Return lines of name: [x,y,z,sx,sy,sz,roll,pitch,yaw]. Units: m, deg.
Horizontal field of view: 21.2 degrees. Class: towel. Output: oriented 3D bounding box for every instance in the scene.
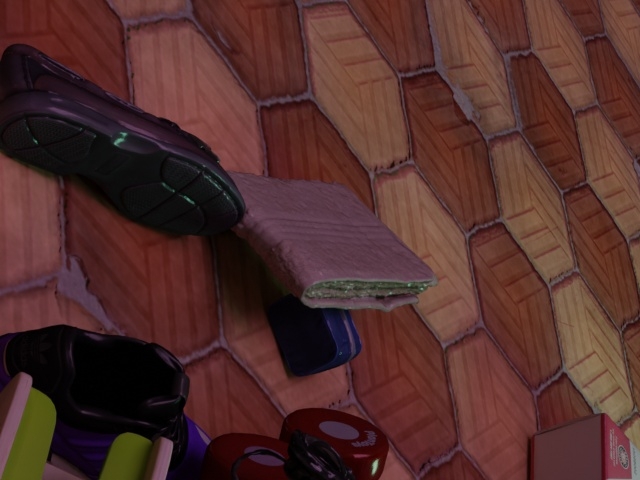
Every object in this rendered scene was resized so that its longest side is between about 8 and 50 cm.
towel: [0.000,0.000,1.823,0.187,0.049,0.282,44,20,26]

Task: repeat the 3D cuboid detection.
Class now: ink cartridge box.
ink cartridge box: [0.387,0.388,2.205,0.283,0.117,0.207,45,36,-34]

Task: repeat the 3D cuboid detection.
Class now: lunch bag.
lunch bag: [-0.005,0.090,1.803,0.065,0.067,0.098,-4,71,-61]

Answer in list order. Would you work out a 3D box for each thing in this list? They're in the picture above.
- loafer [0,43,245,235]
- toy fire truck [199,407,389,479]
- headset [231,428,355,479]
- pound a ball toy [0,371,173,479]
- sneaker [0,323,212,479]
loafer: [-0.181,-0.095,1.603,0.302,0.109,0.095,27,44,-46]
toy fire truck: [0.027,0.280,1.484,0.302,0.254,0.169,-11,119,-59]
headset: [-0.090,0.306,1.248,0.185,0.243,0.394,46,58,-17]
pound a ball toy: [-0.236,0.207,1.159,0.208,0.136,0.319,27,43,-16]
sneaker: [-0.154,0.150,1.427,0.293,0.146,0.102,33,43,-45]
